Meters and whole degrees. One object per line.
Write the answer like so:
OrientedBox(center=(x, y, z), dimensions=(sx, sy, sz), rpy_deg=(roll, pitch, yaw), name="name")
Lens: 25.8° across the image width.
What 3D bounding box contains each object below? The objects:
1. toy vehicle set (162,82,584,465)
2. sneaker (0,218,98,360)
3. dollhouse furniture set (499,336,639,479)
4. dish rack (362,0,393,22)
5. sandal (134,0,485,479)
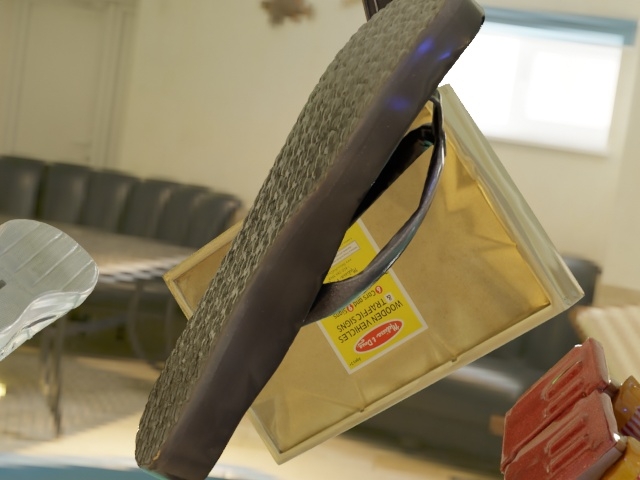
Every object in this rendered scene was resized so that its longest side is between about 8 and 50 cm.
OrientedBox(center=(0.027, 0.031, 0.966), dimensions=(0.267, 0.166, 0.035), rpy_deg=(-33, -3, 33), name="toy vehicle set")
OrientedBox(center=(-0.269, 0.052, 1.150), dimensions=(0.094, 0.091, 0.258), rpy_deg=(45, 19, 2), name="sneaker")
OrientedBox(center=(0.322, 0.114, 1.033), dimensions=(0.201, 0.374, 0.152), rpy_deg=(35, 27, -11), name="dollhouse furniture set")
OrientedBox(center=(0.084, -0.299, 1.558), dimensions=(0.074, 0.208, 0.271), rpy_deg=(-10, 26, 8), name="dish rack")
OrientedBox(center=(0.000, 0.000, 0.613), dimensions=(0.054, 0.254, 0.097), rpy_deg=(26, 18, -16), name="sandal")
